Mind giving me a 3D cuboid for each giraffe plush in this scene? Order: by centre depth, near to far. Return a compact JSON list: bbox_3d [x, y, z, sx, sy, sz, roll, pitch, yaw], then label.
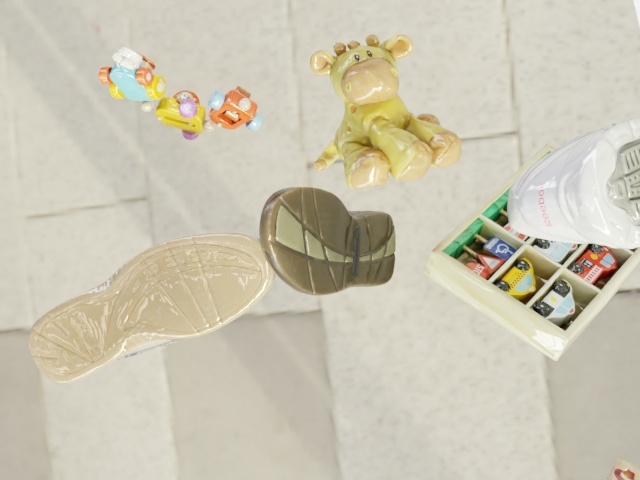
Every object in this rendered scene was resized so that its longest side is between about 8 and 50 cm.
[{"bbox_3d":[0.074,-0.181,1.981,0.210,0.181,0.171,21,126,55],"label":"giraffe plush"}]

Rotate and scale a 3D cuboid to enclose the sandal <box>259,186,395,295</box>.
[{"bbox_3d":[0.000,0.000,1.286,0.060,0.219,0.090,5,92,27],"label":"sandal"}]

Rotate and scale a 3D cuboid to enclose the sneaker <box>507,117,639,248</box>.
[{"bbox_3d":[0.207,-0.046,0.936,0.115,0.232,0.090,-6,91,51],"label":"sneaker"}]

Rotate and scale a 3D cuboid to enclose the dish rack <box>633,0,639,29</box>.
[{"bbox_3d":[0.486,-0.314,1.687,0.072,0.285,0.333,-175,69,-71],"label":"dish rack"}]

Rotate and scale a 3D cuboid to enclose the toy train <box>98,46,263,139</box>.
[{"bbox_3d":[-0.142,-0.159,1.540,0.125,0.166,0.046,-31,36,58],"label":"toy train"}]

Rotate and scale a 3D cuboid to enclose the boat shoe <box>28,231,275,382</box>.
[{"bbox_3d":[-0.166,0.060,1.522,0.285,0.092,0.103,-27,94,21],"label":"boat shoe"}]

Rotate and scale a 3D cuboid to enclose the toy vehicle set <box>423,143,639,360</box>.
[{"bbox_3d":[0.246,0.005,1.593,0.166,0.267,0.035,33,133,16],"label":"toy vehicle set"}]

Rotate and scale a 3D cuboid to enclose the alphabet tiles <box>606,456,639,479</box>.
[{"bbox_3d":[0.456,0.381,1.884,0.237,0.009,0.198,27,81,13],"label":"alphabet tiles"}]
